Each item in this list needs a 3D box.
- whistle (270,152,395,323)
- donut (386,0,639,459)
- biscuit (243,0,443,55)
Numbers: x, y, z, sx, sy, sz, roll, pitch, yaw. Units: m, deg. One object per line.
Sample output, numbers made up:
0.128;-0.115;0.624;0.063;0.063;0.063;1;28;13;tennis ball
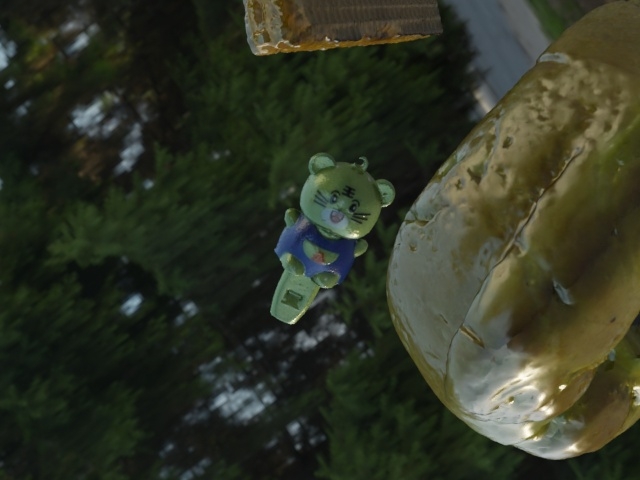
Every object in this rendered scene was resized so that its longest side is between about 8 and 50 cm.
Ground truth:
0.000;0.000;1.357;0.105;0.227;0.085;25;-158;-6;whistle
0.159;-0.004;0.645;0.128;0.261;0.208;45;178;39;donut
0.027;-0.224;1.079;0.378;0.054;0.094;-27;-72;-65;biscuit
